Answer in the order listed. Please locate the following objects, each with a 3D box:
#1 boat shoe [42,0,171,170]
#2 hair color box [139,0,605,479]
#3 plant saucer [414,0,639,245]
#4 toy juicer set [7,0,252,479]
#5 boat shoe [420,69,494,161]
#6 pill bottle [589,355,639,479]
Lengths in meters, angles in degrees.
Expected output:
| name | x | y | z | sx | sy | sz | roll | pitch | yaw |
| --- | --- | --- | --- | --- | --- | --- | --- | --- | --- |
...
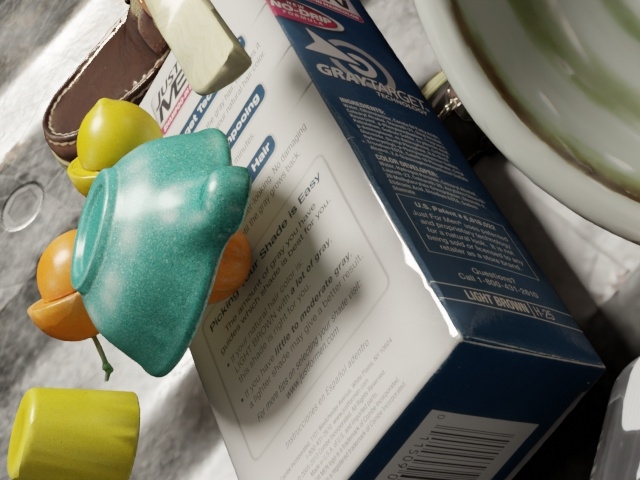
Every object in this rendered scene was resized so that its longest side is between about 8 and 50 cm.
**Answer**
| name | x | y | z | sx | sy | sz | roll | pitch | yaw |
| --- | --- | --- | --- | --- | --- | --- | --- | --- | --- |
| boat shoe | -0.095 | -0.194 | 0.964 | 0.342 | 0.123 | 0.123 | -41 | 46 | 7 |
| hair color box | 0.000 | 0.000 | 0.743 | 0.174 | 0.105 | 0.347 | -54 | 41 | 27 |
| plant saucer | 0.242 | -0.184 | 0.657 | 0.401 | 0.100 | 0.400 | 1 | 93 | 20 |
| toy juicer set | -0.083 | -0.022 | 0.708 | 0.209 | 0.090 | 0.329 | -98 | 29 | -47 |
| boat shoe | 0.104 | -0.088 | 0.795 | 0.152 | 0.056 | 0.049 | -49 | 40 | -1 |
| pill bottle | 0.173 | 0.131 | 0.548 | 0.130 | 0.130 | 0.245 | 2 | 63 | 37 |
